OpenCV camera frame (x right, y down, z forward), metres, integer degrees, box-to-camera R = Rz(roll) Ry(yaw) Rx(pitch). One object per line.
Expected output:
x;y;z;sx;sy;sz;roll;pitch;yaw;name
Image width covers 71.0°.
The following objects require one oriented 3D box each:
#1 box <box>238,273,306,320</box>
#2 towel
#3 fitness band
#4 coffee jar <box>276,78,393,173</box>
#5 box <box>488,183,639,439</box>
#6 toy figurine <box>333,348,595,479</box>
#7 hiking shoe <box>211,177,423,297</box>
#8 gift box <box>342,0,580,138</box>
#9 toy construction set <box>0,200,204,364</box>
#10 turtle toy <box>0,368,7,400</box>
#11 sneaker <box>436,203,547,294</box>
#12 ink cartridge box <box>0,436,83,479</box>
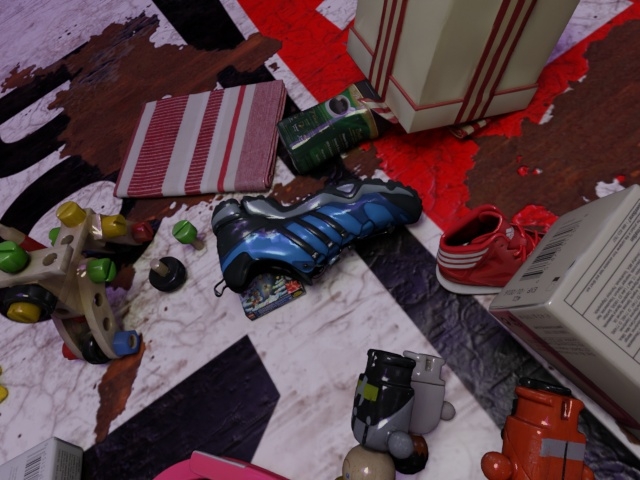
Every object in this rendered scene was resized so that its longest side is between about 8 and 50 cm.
-0.089;0.043;0.693;0.093;0.027;0.137;-27;57;1;box
-0.229;-0.188;0.864;0.328;0.037;0.237;-2;64;19;towel
-0.108;0.368;0.509;0.290;0.054;0.209;8;68;23;fitness band
0.025;-0.193;0.756;0.184;0.079;0.096;-26;58;4;coffee jar
0.314;0.086;0.431;0.232;0.127;0.149;42;80;5;box
0.136;0.198;0.432;0.209;0.213;0.148;8;81;25;toy figurine
0.000;0.000;0.640;0.303;0.113;0.132;-9;71;2;hiking shoe
0.172;-0.322;0.665;0.276;0.258;0.255;-12;55;-14;gift box
-0.399;0.025;0.679;0.308;0.237;0.258;11;66;23;toy construction set
-0.574;0.235;0.720;0.095;0.066;0.130;-40;58;-6;turtle toy
0.250;0.016;0.539;0.221;0.128;0.087;-8;60;14;sneaker
-0.414;0.421;0.534;0.238;0.060;0.275;-29;43;2;ink cartridge box
